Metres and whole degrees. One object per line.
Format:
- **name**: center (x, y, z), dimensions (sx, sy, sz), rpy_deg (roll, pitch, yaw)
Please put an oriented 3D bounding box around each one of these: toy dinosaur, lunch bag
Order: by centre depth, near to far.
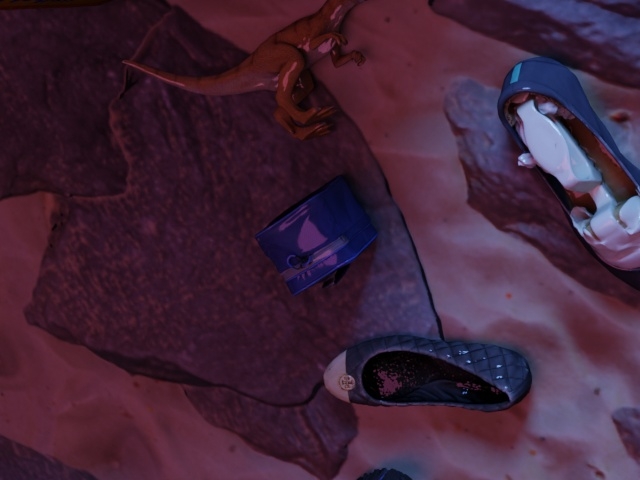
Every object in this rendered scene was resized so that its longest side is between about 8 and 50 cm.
- **lunch bag**: center (0.000, 0.000, 1.021), dimensions (0.067, 0.098, 0.065), rpy_deg (-32, 95, 24)
- **toy dinosaur**: center (-0.033, -0.131, 1.024), dimensions (0.211, 0.064, 0.112), rpy_deg (-26, 77, 20)

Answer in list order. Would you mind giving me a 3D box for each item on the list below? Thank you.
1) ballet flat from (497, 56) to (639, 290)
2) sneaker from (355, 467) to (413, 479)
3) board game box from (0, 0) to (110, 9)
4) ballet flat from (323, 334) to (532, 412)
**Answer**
- **ballet flat**: center (0.189, -0.035, 0.940), dimensions (0.074, 0.074, 0.203), rpy_deg (-34, 92, 30)
- **sneaker**: center (0.034, 0.277, 1.122), dimensions (0.087, 0.083, 0.221), rpy_deg (25, 122, 0)
- **board game box**: center (-0.153, -0.354, 0.791), dimensions (0.356, 0.356, 0.356), rpy_deg (-14, 93, 29)
- **ballet flat**: center (0.079, 0.105, 1.049), dimensions (0.173, 0.049, 0.058), rpy_deg (-4, 105, 26)
